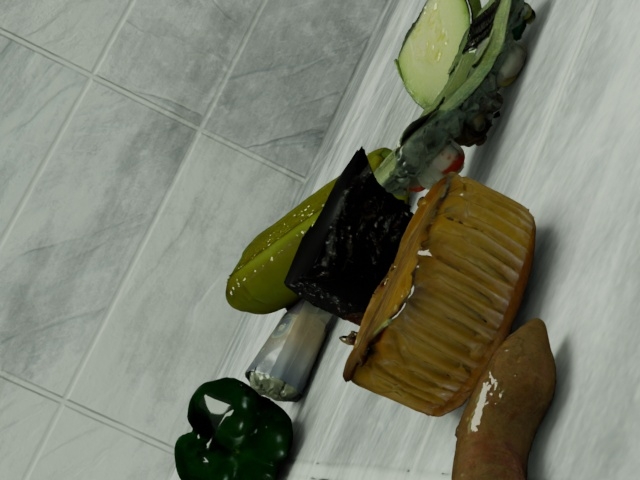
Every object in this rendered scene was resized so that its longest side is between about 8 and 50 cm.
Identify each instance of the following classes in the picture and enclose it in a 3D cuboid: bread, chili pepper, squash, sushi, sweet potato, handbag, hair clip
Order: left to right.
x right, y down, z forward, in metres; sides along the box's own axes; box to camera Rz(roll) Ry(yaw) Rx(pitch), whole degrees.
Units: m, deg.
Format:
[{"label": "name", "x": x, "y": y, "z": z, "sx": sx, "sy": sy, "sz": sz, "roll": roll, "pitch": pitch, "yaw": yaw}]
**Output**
[{"label": "chili pepper", "x": -0.131, "y": 0.290, "z": 1.472, "sx": 0.261, "sy": 0.165, "sz": 0.173, "roll": 160, "pitch": 117, "yaw": -76}, {"label": "handbag", "x": -0.052, "y": 0.180, "z": 1.573, "sx": 0.173, "sy": 0.095, "sz": 0.117, "roll": -64, "pitch": 5, "yaw": -26}, {"label": "bread", "x": 0.000, "y": 0.000, "z": 1.546, "sx": 0.383, "sy": 0.112, "sz": 0.166, "roll": -36, "pitch": 18, "yaw": 40}, {"label": "sushi", "x": 0.058, "y": 0.030, "z": 1.011, "sx": 0.172, "sy": 0.150, "sz": 0.153, "roll": -54, "pitch": 12, "yaw": 57}, {"label": "bread", "x": 0.103, "y": 0.047, "z": 0.821, "sx": 0.199, "sy": 0.104, "sz": 0.199, "roll": -64, "pitch": 2, "yaw": 4}, {"label": "squash", "x": 0.204, "y": -0.278, "z": 1.477, "sx": 0.192, "sy": 0.085, "sz": 0.184, "roll": -62, "pitch": 35, "yaw": 40}, {"label": "hair clip", "x": 0.173, "y": -0.166, "z": 1.170, "sx": 0.321, "sy": 0.091, "sz": 0.138, "roll": -56, "pitch": 3, "yaw": -25}, {"label": "sweet potato", "x": 0.108, "y": 0.142, "z": 0.628, "sx": 0.065, "sy": 0.051, "sz": 0.218, "roll": -50, "pitch": 15, "yaw": 56}]

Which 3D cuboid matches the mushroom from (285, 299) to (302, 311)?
[{"label": "mushroom", "x": 0.000, "y": 0.055, "z": 1.704, "sx": 0.170, "sy": 0.080, "sz": 0.135, "roll": -64, "pitch": 21, "yaw": -1}]
